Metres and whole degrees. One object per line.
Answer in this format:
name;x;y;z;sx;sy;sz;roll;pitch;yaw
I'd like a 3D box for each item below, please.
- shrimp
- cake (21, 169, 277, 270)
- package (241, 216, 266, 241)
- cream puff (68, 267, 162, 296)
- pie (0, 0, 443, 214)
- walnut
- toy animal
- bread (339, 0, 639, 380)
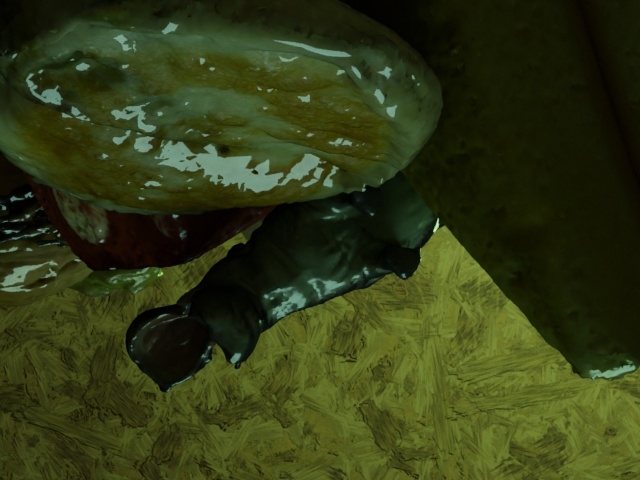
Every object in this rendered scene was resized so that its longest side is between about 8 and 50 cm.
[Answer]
shrimp;-0.229;-0.042;1.290;0.343;0.145;0.116;-16;139;-27
cake;-0.154;-0.076;1.077;0.151;0.177;0.283;-32;-165;-27
package;0.029;-0.089;1.181;0.311;0.165;0.221;-23;163;41
cream puff;-0.303;-0.047;1.856;0.282;0.185;0.282;-19;-151;12
pie;-0.081;-0.091;0.786;0.339;0.077;0.339;2;161;1
walnut;-0.344;-0.025;1.390;0.222;0.195;0.195;-17;-178;-36
toy animal;0.002;0.003;0.980;0.343;0.106;0.168;-34;-170;-17
bread;0.159;-0.069;0.920;0.233;0.361;0.245;-16;179;-28
